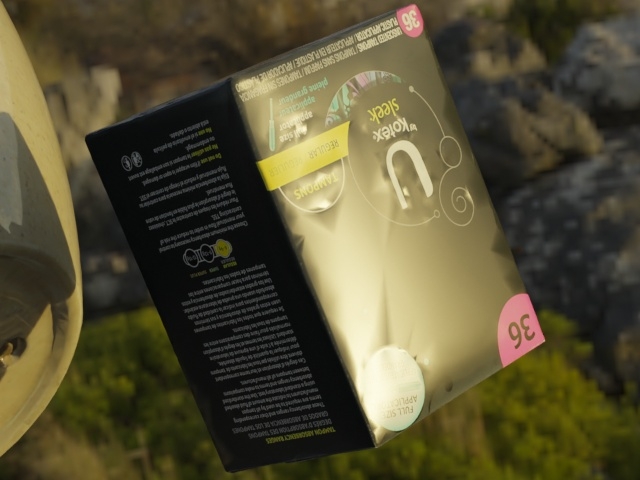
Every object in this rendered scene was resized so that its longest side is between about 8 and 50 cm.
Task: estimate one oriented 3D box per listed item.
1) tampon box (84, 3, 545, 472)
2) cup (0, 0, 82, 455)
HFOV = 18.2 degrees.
[{"bbox_3d":[0.000,0.000,0.857,0.120,0.161,0.101,-28,8,-42],"label":"tampon box"},{"bbox_3d":[-0.254,0.001,0.991,0.331,0.331,0.237,-23,51,-33],"label":"cup"}]
